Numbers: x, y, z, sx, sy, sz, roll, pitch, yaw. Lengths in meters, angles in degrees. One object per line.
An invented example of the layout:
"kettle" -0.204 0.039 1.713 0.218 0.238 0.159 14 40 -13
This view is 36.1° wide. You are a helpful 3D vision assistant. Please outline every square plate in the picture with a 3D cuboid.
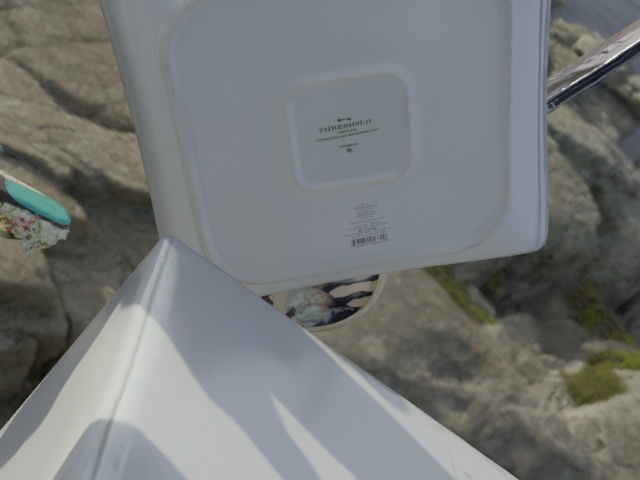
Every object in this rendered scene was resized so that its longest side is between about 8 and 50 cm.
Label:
"square plate" 0.023 -0.096 0.787 0.347 0.344 0.049 -9 34 -3

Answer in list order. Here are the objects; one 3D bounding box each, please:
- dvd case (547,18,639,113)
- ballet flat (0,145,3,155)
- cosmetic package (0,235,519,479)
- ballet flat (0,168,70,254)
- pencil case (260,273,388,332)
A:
"dvd case" 0.302 -0.195 1.027 0.018 0.221 0.164 58 0 -6
"ballet flat" -0.615 -0.156 1.732 0.114 0.041 0.041 6 23 22
"cosmetic package" -0.029 0.281 0.459 0.393 0.329 0.327 37 20 -16
"ballet flat" -0.403 -0.052 1.163 0.241 0.077 0.091 40 16 -40
"pencil case" 0.000 0.000 1.259 0.183 0.160 0.410 2 8 5
